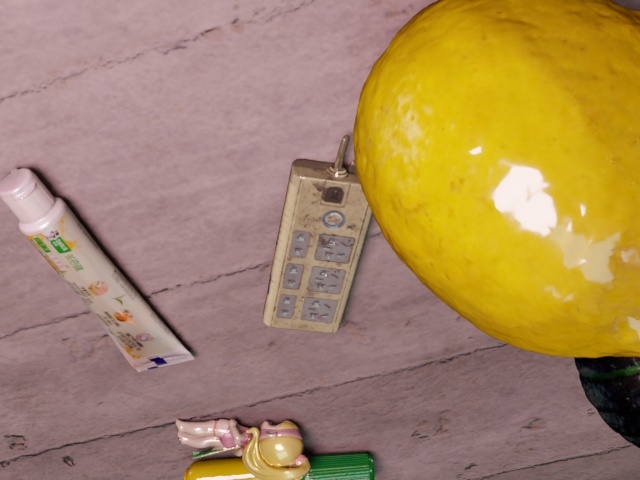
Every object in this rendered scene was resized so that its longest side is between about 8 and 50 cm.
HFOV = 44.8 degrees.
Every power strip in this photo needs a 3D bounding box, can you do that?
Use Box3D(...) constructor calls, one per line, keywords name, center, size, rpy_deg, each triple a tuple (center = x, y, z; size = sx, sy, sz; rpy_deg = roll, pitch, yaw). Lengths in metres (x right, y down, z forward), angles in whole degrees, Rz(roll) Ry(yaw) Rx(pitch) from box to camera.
Box3D(name="power strip", center=(0.000, 0.000, 0.829), size=(0.092, 0.034, 0.268), rpy_deg=(8, 129, -8))

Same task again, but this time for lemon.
Box3D(name="lemon", center=(0.167, -0.056, 0.605), size=(0.285, 0.316, 0.285), rpy_deg=(0, 130, -1))

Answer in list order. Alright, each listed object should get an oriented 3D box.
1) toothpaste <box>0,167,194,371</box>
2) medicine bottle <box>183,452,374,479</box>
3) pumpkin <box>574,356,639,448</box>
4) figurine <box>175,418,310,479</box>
Box3D(name="toothpaste", center=(-0.242, 0.049, 0.853), size=(0.056, 0.058, 0.314), rpy_deg=(-46, 135, -21))
Box3D(name="medicine bottle", center=(-0.055, 0.331, 1.084), size=(0.260, 0.064, 0.095), rpy_deg=(-5, 145, 1))
Box3D(name="pumpkin", center=(0.377, 0.107, 0.835), size=(0.248, 0.248, 0.248), rpy_deg=(-1, 130, -1))
Box3D(name="figurine", center=(-0.103, 0.274, 1.035), size=(0.187, 0.083, 0.083), rpy_deg=(8, 130, 4))
